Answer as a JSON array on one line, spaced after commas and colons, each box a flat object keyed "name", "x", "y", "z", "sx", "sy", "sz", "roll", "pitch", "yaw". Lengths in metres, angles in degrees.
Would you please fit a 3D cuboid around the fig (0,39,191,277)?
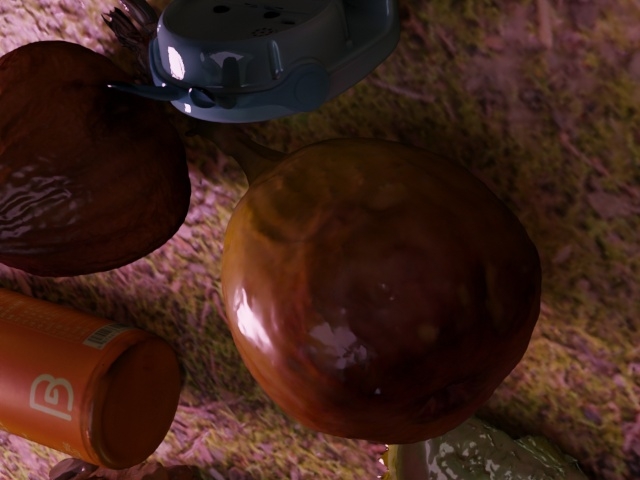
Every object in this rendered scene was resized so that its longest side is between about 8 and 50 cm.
[{"name": "fig", "x": -0.175, "y": -0.022, "z": 0.846, "sx": 0.146, "sy": 0.201, "sz": 0.134, "roll": 24, "pitch": 138, "yaw": 35}]

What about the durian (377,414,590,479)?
[{"name": "durian", "x": 0.094, "y": 0.144, "z": 0.875, "sx": 0.215, "sy": 0.086, "sz": 0.100, "roll": 33, "pitch": 102, "yaw": 10}]

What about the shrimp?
[{"name": "shrimp", "x": -0.097, "y": -0.107, "z": 0.860, "sx": 0.092, "sy": 0.029, "sz": 0.038, "roll": 57, "pitch": 144, "yaw": -3}]

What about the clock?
[{"name": "clock", "x": -0.035, "y": -0.094, "z": 0.731, "sx": 0.108, "sy": 0.147, "sz": 0.045, "roll": 12, "pitch": 127, "yaw": 31}]

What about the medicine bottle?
[{"name": "medicine bottle", "x": -0.198, "y": 0.089, "z": 1.029, "sx": 0.192, "sy": 0.096, "sz": 0.096, "roll": 14, "pitch": 128, "yaw": 30}]

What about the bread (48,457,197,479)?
[{"name": "bread", "x": -0.141, "y": 0.225, "z": 1.110, "sx": 0.147, "sy": 0.127, "sz": 0.152, "roll": 62, "pitch": 168, "yaw": -18}]

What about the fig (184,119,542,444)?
[{"name": "fig", "x": 0.000, "y": 0.000, "z": 0.802, "sx": 0.257, "sy": 0.159, "sz": 0.159, "roll": 43, "pitch": 142, "yaw": 37}]
